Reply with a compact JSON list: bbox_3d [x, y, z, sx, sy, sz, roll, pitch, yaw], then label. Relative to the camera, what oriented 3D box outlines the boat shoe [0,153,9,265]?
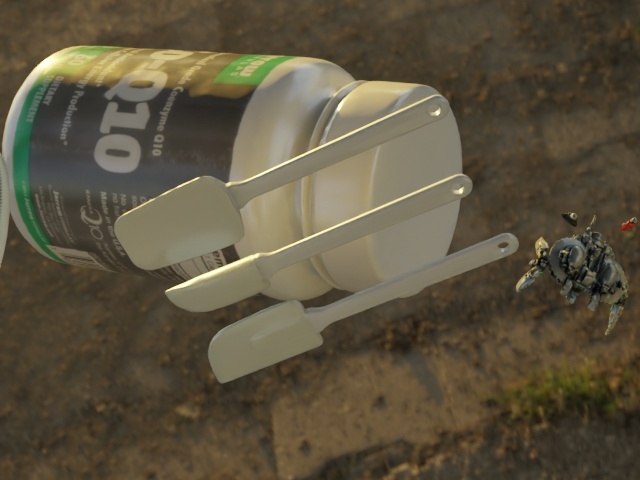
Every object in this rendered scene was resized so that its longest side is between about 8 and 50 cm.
[{"bbox_3d":[-0.240,0.044,0.615,0.109,0.091,0.305,13,57,18],"label":"boat shoe"}]

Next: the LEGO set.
[{"bbox_3d":[0.125,0.008,0.583,0.083,0.054,0.023,-33,-2,-22],"label":"LEGO set"}]

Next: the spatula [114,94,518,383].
[{"bbox_3d":[0.000,0.000,0.923,0.242,0.168,0.019,-23,29,12],"label":"spatula"}]

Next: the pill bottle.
[{"bbox_3d":[-0.076,-0.059,1.158,0.361,0.204,0.204,7,50,29],"label":"pill bottle"}]
